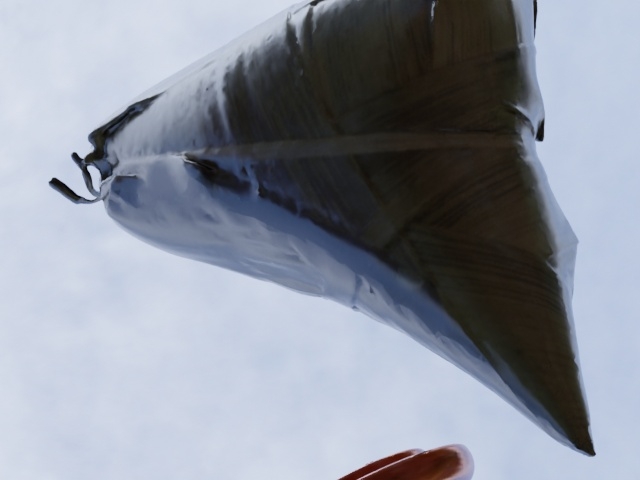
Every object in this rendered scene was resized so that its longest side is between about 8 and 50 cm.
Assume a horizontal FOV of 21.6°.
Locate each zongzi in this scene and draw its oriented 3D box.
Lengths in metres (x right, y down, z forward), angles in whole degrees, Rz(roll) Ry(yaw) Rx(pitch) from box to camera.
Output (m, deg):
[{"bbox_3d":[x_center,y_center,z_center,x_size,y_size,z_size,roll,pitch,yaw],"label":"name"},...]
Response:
[{"bbox_3d":[0.001,0.011,0.633,0.094,0.205,0.204,16,-124,-52],"label":"zongzi"}]

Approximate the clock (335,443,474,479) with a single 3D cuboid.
[{"bbox_3d":[0.041,0.233,1.480,0.205,0.205,0.051,-19,-108,-26],"label":"clock"}]
